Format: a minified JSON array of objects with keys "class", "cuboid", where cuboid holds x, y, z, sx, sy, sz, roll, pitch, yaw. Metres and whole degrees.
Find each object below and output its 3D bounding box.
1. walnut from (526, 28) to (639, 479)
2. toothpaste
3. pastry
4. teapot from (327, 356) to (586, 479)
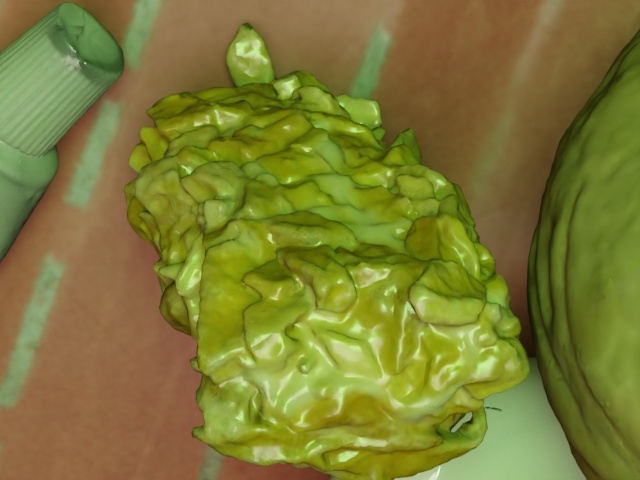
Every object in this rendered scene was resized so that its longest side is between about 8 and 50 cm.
[{"class":"walnut","cuboid":[0.231,0.007,0.753,0.277,0.313,0.252,-10,132,35]},{"class":"toothpaste","cuboid":[-0.202,-0.011,0.890,0.282,0.068,0.099,-39,76,21]},{"class":"pastry","cuboid":[0.000,0.000,0.798,0.154,0.250,0.102,-7,122,-10]},{"class":"teapot","cuboid":[0.087,0.137,0.888,0.208,0.166,0.299,-35,97,21]}]
